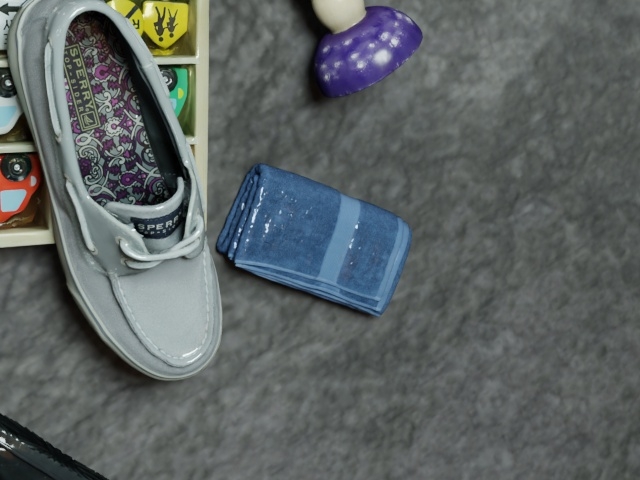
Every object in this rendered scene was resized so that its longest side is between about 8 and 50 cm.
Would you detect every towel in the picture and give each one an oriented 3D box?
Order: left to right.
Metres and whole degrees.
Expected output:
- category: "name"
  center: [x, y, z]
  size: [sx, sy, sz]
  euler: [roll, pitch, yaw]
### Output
- category: "towel"
  center: [0.000, 0.000, 0.804]
  size: [0.119, 0.029, 0.067]
  euler: [21, 90, -27]

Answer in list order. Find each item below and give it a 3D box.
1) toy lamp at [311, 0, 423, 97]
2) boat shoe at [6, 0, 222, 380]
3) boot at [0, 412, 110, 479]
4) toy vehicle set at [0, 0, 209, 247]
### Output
- category: "toy lamp"
  center: [-0.035, -0.212, 0.717]
  size: [0.080, 0.080, 0.274]
  euler: [-40, 117, -13]
- category: "boat shoe"
  center: [-0.101, -0.021, 0.679]
  size: [0.079, 0.081, 0.227]
  euler: [-24, 110, -20]
- category: "boot"
  center: [-0.180, 0.162, 0.744]
  size: [0.121, 0.045, 0.099]
  euler: [40, 85, -28]
- category: "toy vehicle set"
  center: [-0.190, -0.079, 0.691]
  size: [0.267, 0.035, 0.166]
  euler: [-5, 102, -25]
